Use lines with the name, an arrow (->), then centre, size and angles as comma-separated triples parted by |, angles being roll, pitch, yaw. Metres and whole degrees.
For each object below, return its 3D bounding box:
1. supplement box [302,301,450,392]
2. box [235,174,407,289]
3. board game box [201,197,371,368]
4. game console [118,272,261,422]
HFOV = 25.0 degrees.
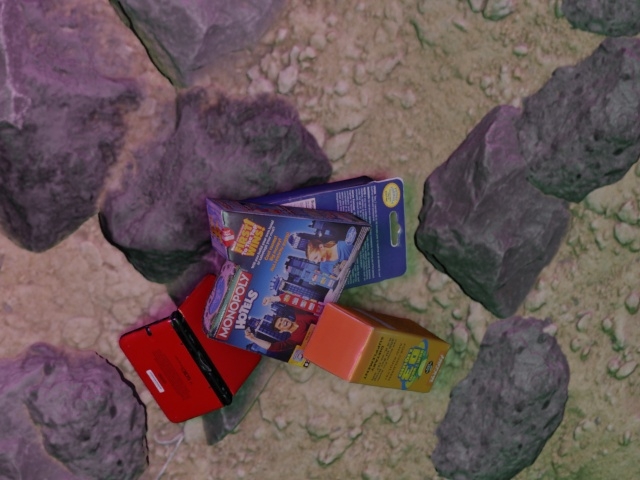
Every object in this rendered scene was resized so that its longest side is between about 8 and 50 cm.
supplement box -> 0.074, 0.135, 1.788 | 0.233, 0.080, 0.078 | 15, 100, -62
box -> 0.000, 0.000, 1.788 | 0.225, 0.036, 0.136 | -11, 110, -21
board game box -> -0.066, 0.032, 1.712 | 0.194, 0.060, 0.194 | 21, 96, -29
game console -> -0.158, 0.133, 1.765 | 0.124, 0.085, 0.144 | -22, 118, 15
